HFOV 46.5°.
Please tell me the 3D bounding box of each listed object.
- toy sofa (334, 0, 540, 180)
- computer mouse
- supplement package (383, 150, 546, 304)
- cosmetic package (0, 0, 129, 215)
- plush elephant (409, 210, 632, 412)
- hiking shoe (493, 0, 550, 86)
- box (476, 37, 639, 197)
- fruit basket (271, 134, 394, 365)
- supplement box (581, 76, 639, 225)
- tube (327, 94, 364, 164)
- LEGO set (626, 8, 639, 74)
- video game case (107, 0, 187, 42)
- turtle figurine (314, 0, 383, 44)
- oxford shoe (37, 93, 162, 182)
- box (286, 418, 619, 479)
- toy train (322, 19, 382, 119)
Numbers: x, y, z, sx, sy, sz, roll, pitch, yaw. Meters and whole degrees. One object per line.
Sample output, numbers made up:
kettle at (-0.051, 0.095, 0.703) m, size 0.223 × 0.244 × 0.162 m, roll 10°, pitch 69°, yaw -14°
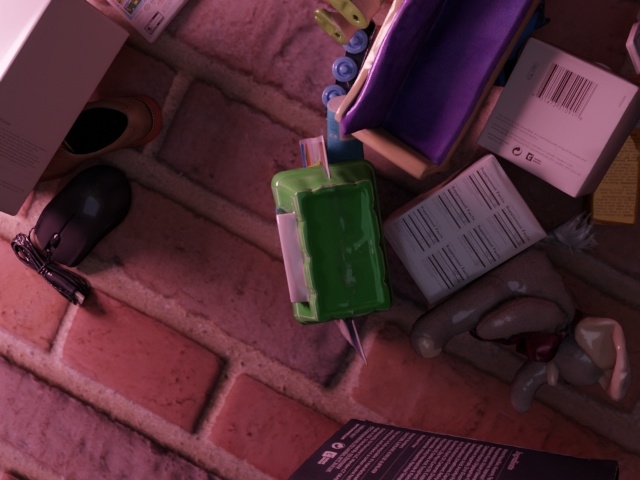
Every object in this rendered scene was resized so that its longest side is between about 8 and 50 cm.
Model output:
toy sofa at (0.183, -0.277, 1.089) m, size 0.150 × 0.177 × 0.362 m, roll 38°, pitch 117°, yaw 22°
computer mouse at (-0.459, -0.021, 1.392) m, size 0.188 × 0.072 × 0.272 m, roll 41°, pitch 104°, yaw 2°
supplement package at (0.228, -0.027, 1.203) m, size 0.203 × 0.194 × 0.149 m, roll -33°, pitch 92°, yaw 13°
cosmetic package at (-0.509, -0.253, 1.242) m, size 0.197 × 0.155 × 0.365 m, roll 34°, pitch 90°, yaw 41°
plush elephant at (0.341, 0.145, 1.172) m, size 0.330 × 0.272 × 0.255 m, roll -33°, pitch 88°, yaw 11°
hiking shoe at (0.307, -0.391, 1.183) m, size 0.132 × 0.113 × 0.304 m, roll 17°, pitch 112°, yaw -1°
box at (0.369, -0.186, 1.133) m, size 0.181 × 0.119 × 0.181 m, roll 35°, pitch 115°, yaw 26°
fruit basket at (0.000, 0.000, 1.172) m, size 0.166 × 0.353 × 0.326 m, roll -11°, pitch 99°, yaw -12°
supplement box at (0.471, -0.143, 1.201) m, size 0.080 × 0.078 × 0.233 m, roll 0°, pitch 99°, yaw 10°
tube at (0.042, -0.143, 1.255) m, size 0.080 × 0.052 × 0.207 m, roll 9°, pitch 135°, yaw 13°
LEGO set at (0.524, -0.265, 1.107) m, size 0.060 × 0.244 × 0.182 m, roll -15°, pitch 115°, yaw 38°
video game case at (-0.300, -0.457, 1.316) m, size 0.143 × 0.019 × 0.157 m, roll 45°, pitch 105°, yaw 1°
turtle figurine at (0.086, -0.454, 1.143) m, size 0.198 × 0.274 × 0.266 m, roll 28°, pitch 73°, yaw 44°
oxford shoe at (-0.465, -0.185, 1.334) m, size 0.348 × 0.130 × 0.122 m, roll -19°, pitch 96°, yaw 13°
box at (0.215, 0.589, 1.206) m, size 0.472 × 0.297 × 0.479 m, roll 2°, pitch 100°, yaw 25°
toy train at (0.071, -0.276, 1.252) m, size 0.105 × 0.080 × 0.184 m, roll 20°, pitch 103°, yaw -1°
